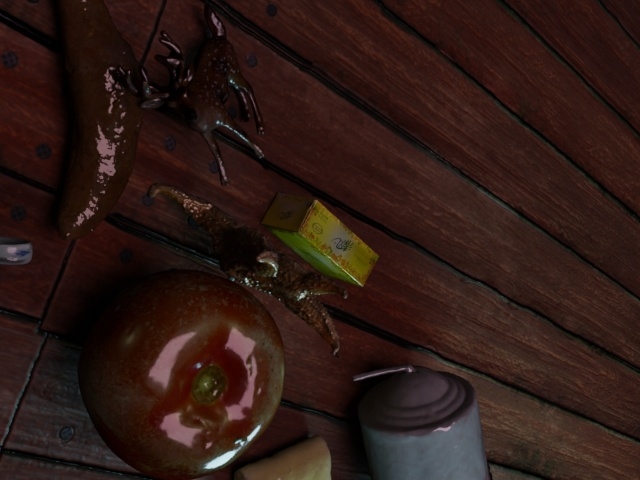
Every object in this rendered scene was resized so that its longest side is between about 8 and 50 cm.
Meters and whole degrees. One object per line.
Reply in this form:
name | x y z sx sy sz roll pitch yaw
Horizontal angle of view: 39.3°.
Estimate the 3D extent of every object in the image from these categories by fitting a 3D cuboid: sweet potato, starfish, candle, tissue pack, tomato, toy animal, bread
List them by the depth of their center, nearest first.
sweet potato | -0.272 -0.171 1.113 0.114 0.092 0.342 -2 100 -26
toy animal | -0.160 -0.195 1.172 0.243 0.087 0.260 -92 157 -44
tomato | -0.187 0.170 1.177 0.270 0.222 0.270 -5 100 -31
starfish | -0.065 0.048 1.225 0.084 0.293 0.301 -52 132 -5
tissue pack | 0.000 0.000 1.402 0.176 0.095 0.062 40 73 -41
bread | -0.059 0.408 1.459 0.178 0.060 0.140 -15 109 -40
candle | 0.183 0.355 1.566 0.221 0.221 0.343 -26 116 -37

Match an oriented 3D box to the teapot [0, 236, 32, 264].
teapot | -0.430 0.012 0.967 0.232 0.159 0.159 -1 100 -43
